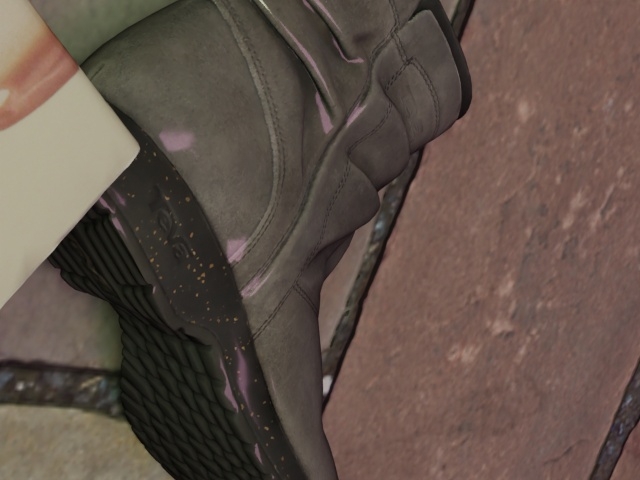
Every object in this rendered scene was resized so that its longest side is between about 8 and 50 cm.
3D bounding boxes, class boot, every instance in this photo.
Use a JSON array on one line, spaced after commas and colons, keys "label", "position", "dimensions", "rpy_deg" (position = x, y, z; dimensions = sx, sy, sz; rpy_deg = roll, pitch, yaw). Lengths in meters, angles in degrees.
[{"label": "boot", "position": [0.000, 0.000, 0.824], "dimensions": [0.223, 0.118, 0.338], "rpy_deg": [-46, 142, -25]}]

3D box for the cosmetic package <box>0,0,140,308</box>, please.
[{"label": "cosmetic package", "position": [-0.202, -0.098, 0.526], "dimensions": [0.129, 0.153, 0.296], "rpy_deg": [-48, 139, -14]}]
